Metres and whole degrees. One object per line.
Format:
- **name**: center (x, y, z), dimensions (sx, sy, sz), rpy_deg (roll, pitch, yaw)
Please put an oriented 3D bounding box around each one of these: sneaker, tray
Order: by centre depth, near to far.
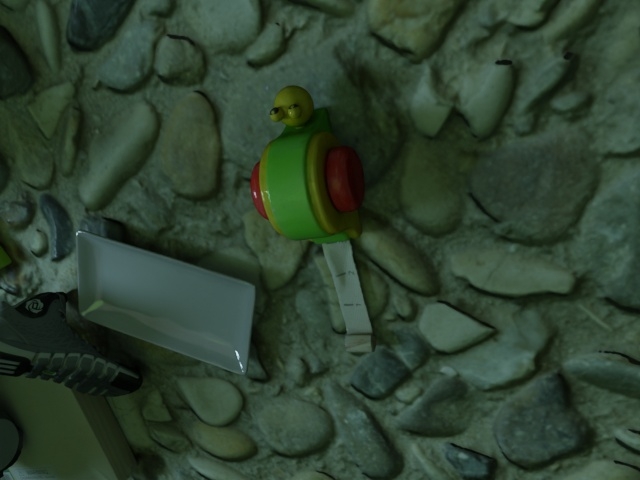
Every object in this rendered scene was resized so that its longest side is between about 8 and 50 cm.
- **tray**: center (-0.210, 0.078, 0.797), dimensions (0.270, 0.030, 0.145), rpy_deg (16, 117, 14)
- **sneaker**: center (-0.359, 0.139, 0.849), dimensions (0.228, 0.132, 0.086), rpy_deg (26, 132, -34)

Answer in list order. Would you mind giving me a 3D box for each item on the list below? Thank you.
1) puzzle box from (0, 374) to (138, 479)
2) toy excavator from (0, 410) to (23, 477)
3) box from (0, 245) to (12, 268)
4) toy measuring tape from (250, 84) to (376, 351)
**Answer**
- **puzzle box**: center (-0.529, 0.301, 1.000), dimensions (0.408, 0.052, 0.272), rpy_deg (-12, 108, 25)
- **toy excavator**: center (-0.681, 0.272, 0.746), dimensions (0.222, 0.445, 0.433), rpy_deg (-5, 115, 21)
- **box**: center (-0.560, -0.014, 0.882), dimensions (0.109, 0.042, 0.178), rpy_deg (-27, 101, 28)
- **toy measuring tape**: center (0.000, 0.000, 0.636), dimensions (0.121, 0.121, 0.330), rpy_deg (-5, 110, 23)
